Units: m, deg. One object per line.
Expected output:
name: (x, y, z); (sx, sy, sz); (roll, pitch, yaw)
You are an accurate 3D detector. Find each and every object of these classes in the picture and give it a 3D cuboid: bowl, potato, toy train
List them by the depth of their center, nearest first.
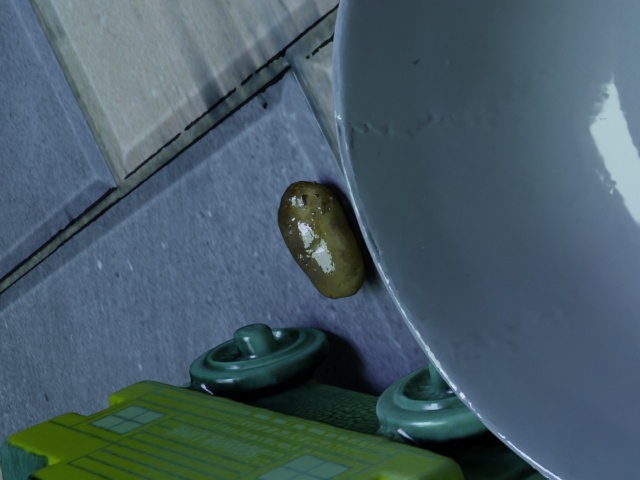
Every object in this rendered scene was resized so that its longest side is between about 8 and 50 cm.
bowl: (0.146, -0.038, 0.692); (0.287, 0.143, 0.287); (39, 142, 40)
toy train: (-0.027, 0.170, 1.003); (0.442, 0.272, 0.179); (5, 113, 57)
potato: (0.000, 0.000, 1.064); (0.083, 0.040, 0.051); (64, 156, 4)
